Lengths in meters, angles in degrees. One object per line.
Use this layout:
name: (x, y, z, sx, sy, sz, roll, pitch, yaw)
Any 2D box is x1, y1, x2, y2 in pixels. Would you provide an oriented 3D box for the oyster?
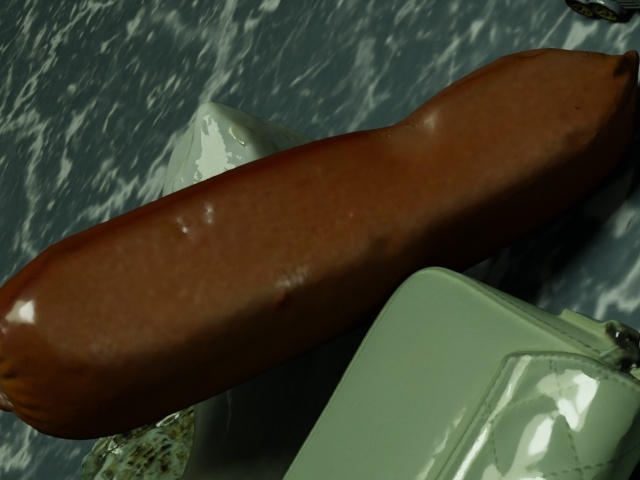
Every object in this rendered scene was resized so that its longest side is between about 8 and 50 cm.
oyster: (-0.073, 0.136, 1.035, 0.125, 0.064, 0.177, -7, 44, 38)

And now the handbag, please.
handbag: (0.060, 0.144, 0.795, 0.256, 0.079, 0.219, -59, 35, -2)

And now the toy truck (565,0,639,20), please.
toy truck: (0.148, -0.147, 0.960, 0.052, 0.063, 0.123, -61, 27, -8)

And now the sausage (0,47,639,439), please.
sausage: (0.000, 0.000, 0.898, 0.348, 0.094, 0.097, -23, -7, -6)

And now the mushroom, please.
mushroom: (-0.031, 0.062, 0.980, 0.103, 0.118, 0.270, 128, 150, -52)
